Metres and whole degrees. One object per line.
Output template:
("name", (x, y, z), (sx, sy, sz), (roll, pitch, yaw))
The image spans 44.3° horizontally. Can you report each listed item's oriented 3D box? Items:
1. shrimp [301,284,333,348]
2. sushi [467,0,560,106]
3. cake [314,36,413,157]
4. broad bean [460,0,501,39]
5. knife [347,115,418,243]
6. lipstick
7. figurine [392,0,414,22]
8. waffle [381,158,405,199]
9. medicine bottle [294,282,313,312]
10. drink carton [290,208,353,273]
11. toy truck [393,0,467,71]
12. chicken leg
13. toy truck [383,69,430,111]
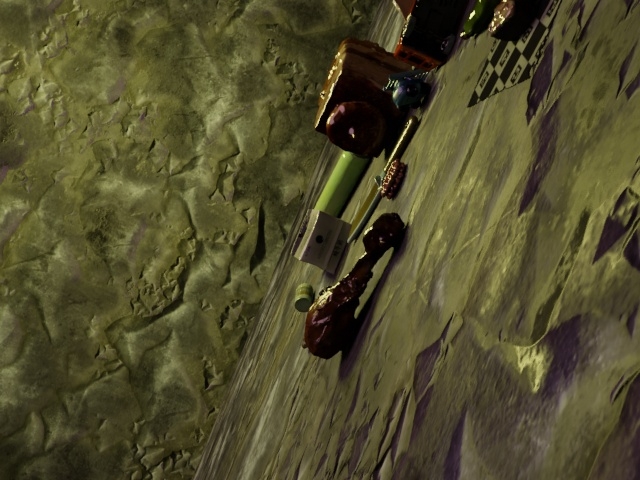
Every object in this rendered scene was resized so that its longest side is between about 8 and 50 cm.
("shrimp", (-0.013, 0.171, 1.815), (0.091, 0.034, 0.161), (-104, 35, -79))
("sushi", (0.284, -0.351, 1.138), (0.264, 0.050, 0.290), (-162, 94, -83))
("cake", (0.098, -0.334, 1.855), (0.293, 0.196, 0.198), (-78, 14, -59))
("broad bean", (0.287, -0.418, 1.295), (0.297, 0.043, 0.060), (113, 177, -60))
("knife", (0.127, -0.123, 1.698), (0.061, 0.027, 0.343), (-84, 17, -51))
("lipstick", (0.052, -0.145, 2.128), (0.076, 0.076, 0.304), (-75, 10, -46))
("figurine", (0.250, -0.612, 1.922), (0.163, 0.141, 0.236), (-32, 21, 24))
("waffle", (0.144, -0.123, 1.572), (0.083, 0.029, 0.075), (-72, 9, -46))
("medicine bottle", (-0.043, 0.149, 2.046), (0.083, 0.047, 0.047), (-85, 19, -66))
("drink carton", (0.001, -0.001, 1.974), (0.222, 0.102, 0.134), (-160, 94, -83))
("toy truck", (0.240, -0.486, 1.630), (0.114, 0.108, 0.252), (151, 141, -78))
("chicken leg", (0.058, 0.079, 1.411), (0.304, 0.093, 0.113), (-61, -2, 16))
("toy truck", (0.200, -0.322, 1.660), (0.136, 0.074, 0.063), (-19, -28, -40))
